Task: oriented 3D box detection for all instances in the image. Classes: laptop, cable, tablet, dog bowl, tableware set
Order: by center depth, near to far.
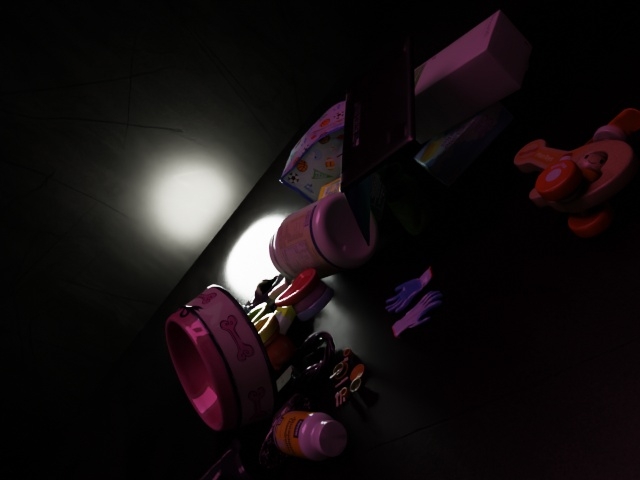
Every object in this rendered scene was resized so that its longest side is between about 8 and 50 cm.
[{"bbox_3d":[0.066,0.330,1.455,0.104,0.024,0.154,-42,21,23],"label":"tableware set"},{"bbox_3d":[0.185,-0.261,1.617,0.408,0.236,0.381,-33,42,43],"label":"laptop"},{"bbox_3d":[-0.287,0.338,1.619,0.150,0.407,0.408,-22,4,-31],"label":"dog bowl"},{"bbox_3d":[-0.028,0.327,1.625,0.184,0.047,0.150,-30,29,43],"label":"cable"},{"bbox_3d":[-0.110,0.408,1.720,0.083,0.006,0.054,-49,20,6],"label":"tablet"}]

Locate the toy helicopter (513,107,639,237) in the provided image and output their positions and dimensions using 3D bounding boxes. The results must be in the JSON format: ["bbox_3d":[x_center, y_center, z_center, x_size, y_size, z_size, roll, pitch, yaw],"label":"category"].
[{"bbox_3d":[0.513,-0.166,1.206,0.235,0.140,0.355,-46,18,7],"label":"toy helicopter"}]

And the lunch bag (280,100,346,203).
[{"bbox_3d":[0.046,-0.383,2.437,0.385,0.239,0.327,-49,17,27],"label":"lunch bag"}]

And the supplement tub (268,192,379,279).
[{"bbox_3d":[0.000,0.000,1.858,0.325,0.235,0.235,-23,34,53],"label":"supplement tub"}]

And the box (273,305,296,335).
[{"bbox_3d":[-0.147,0.294,1.942,0.109,0.042,0.178,-20,36,59],"label":"box"}]

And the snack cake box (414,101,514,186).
[{"bbox_3d":[0.411,-0.295,1.710,0.264,0.089,0.152,-48,19,8],"label":"snack cake box"}]

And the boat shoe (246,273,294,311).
[{"bbox_3d":[-0.195,0.186,2.160,0.285,0.092,0.102,-28,30,46],"label":"boat shoe"}]

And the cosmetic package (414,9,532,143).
[{"bbox_3d":[0.391,-0.451,1.669,0.366,0.155,0.197,-28,29,48],"label":"cosmetic package"}]

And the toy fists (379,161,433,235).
[{"bbox_3d":[0.250,-0.118,1.676,0.096,0.142,0.279,-30,25,14],"label":"toy fists"}]

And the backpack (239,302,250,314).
[{"bbox_3d":[-0.336,0.312,2.214,0.182,0.115,0.152,-29,26,40],"label":"backpack"}]

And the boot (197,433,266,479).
[{"bbox_3d":[-0.245,0.626,1.496,0.207,0.094,0.246,-50,13,-7],"label":"boot"}]

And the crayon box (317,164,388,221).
[{"bbox_3d":[0.101,-0.133,2.046,0.323,0.083,0.203,-21,48,53],"label":"crayon box"}]

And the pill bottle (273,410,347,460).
[{"bbox_3d":[-0.022,0.441,1.332,0.184,0.103,0.103,-21,36,55],"label":"pill bottle"}]

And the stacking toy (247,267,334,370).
[{"bbox_3d":[-0.103,0.235,1.756,0.309,0.130,0.279,-45,12,-20],"label":"stacking toy"}]

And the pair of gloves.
[{"bbox_3d":[0.225,0.150,1.430,0.159,0.023,0.198,-44,21,20],"label":"pair of gloves"}]

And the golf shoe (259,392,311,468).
[{"bbox_3d":[-0.093,0.481,1.481,0.198,0.077,0.094,-54,8,-28],"label":"golf shoe"}]
